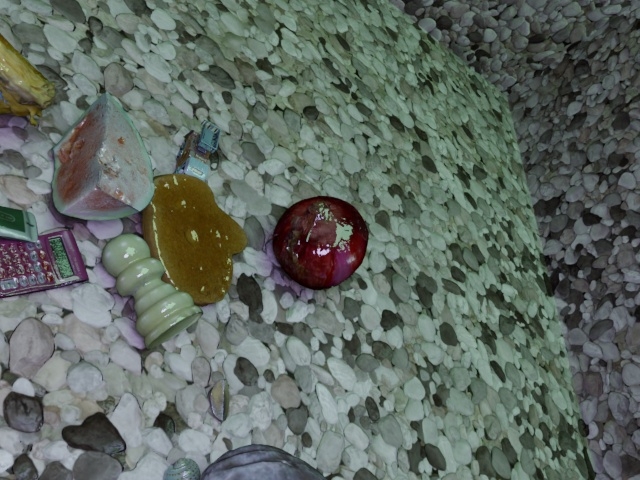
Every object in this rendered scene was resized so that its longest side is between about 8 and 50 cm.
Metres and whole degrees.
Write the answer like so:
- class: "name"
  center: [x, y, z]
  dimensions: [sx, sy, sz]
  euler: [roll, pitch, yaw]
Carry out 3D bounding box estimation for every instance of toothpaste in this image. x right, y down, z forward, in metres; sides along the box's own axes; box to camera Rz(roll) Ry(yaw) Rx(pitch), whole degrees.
- class: "toothpaste"
  center: [-0.745, -0.059, 1.182]
  dimensions: [0.392, 0.061, 0.098]
  euler: [14, 34, -40]

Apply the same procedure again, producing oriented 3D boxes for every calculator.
- class: "calculator"
  center: [-0.589, 0.047, 1.284]
  dimensions: [0.191, 0.034, 0.126]
  euler: [-12, 73, -42]

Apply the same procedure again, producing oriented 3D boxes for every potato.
- class: "potato"
  center: [-0.231, 0.365, 1.420]
  dimensions: [0.037, 0.036, 0.093]
  euler: [46, 42, -74]

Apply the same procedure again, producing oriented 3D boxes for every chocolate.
- class: "chocolate"
  center: [-0.140, 0.521, 1.230]
  dimensions: [0.213, 0.303, 0.303]
  euler: [44, 37, 16]

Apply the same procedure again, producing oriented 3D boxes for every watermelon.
- class: "watermelon"
  center: [-0.492, -0.184, 1.413]
  dimensions: [0.224, 0.180, 0.305]
  euler: [2, 55, -20]

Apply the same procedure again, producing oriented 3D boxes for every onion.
- class: "onion"
  center: [0.000, 0.000, 1.720]
  dimensions: [0.276, 0.276, 0.276]
  euler: [25, 48, -31]

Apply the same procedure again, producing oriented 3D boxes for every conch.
- class: "conch"
  center: [-0.279, 0.489, 1.265]
  dimensions: [0.076, 0.056, 0.085]
  euler: [-18, 75, -36]

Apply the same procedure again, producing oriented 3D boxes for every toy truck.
- class: "toy truck"
  center: [-0.330, -0.221, 1.664]
  dimensions: [0.080, 0.115, 0.177]
  euler: [29, 48, -29]

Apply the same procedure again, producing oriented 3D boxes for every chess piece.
- class: "chess piece"
  center: [-0.389, 0.098, 1.379]
  dimensions: [0.251, 0.144, 0.144]
  euler: [54, 39, 9]

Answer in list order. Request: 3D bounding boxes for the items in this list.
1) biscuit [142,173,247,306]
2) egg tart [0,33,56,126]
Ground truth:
- class: "biscuit"
  center: [-0.311, -0.005, 1.554]
  dimensions: [0.287, 0.057, 0.343]
  euler: [-8, 78, -48]
- class: "egg tart"
  center: [-0.726, -0.386, 1.278]
  dimensions: [0.169, 0.388, 0.388]
  euler: [-43, 99, -6]
